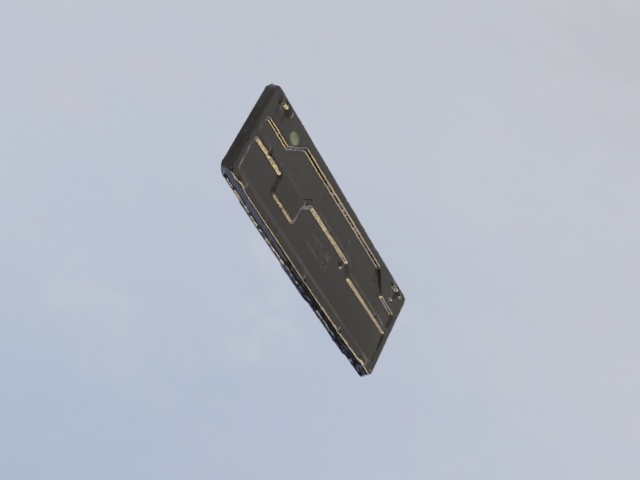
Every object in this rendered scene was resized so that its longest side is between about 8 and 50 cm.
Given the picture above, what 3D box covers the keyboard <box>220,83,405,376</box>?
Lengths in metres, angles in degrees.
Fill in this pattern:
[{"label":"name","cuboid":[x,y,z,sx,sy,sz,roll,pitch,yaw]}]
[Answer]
[{"label":"keyboard","cuboid":[0.000,0.000,0.606,0.010,0.155,0.053,4,-128,34]}]
